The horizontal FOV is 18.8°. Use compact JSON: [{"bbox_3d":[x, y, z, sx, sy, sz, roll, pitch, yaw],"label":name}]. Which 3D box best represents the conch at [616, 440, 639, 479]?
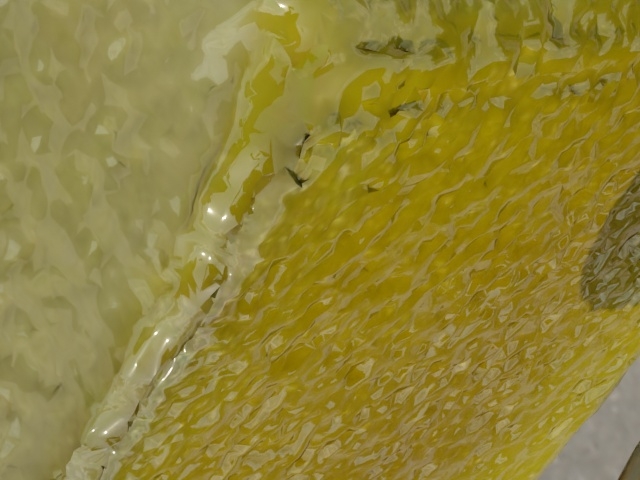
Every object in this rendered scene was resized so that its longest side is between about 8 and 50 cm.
[{"bbox_3d":[0.188,0.082,0.590,0.275,0.183,0.148,-15,96,-30],"label":"conch"}]

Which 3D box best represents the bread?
[{"bbox_3d":[0.000,0.000,0.654,0.333,0.143,0.323,-10,141,-49],"label":"bread"}]
